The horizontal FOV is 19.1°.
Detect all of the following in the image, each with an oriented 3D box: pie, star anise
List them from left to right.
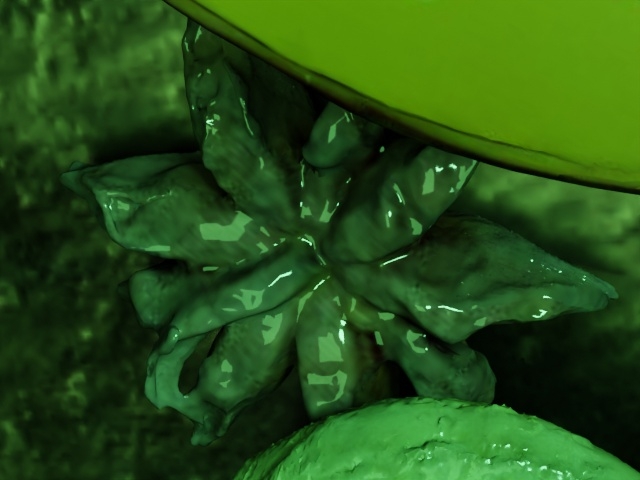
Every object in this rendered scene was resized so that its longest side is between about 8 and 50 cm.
[{"bbox_3d":[0.000,0.000,0.653,0.182,0.065,0.195,-23,103,26],"label":"star anise"},{"bbox_3d":[0.049,0.117,0.678,0.186,0.041,0.187,6,141,5],"label":"pie"}]

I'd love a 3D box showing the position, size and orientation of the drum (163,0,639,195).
[{"bbox_3d":[0.095,-0.229,0.398,0.431,0.214,0.431,12,127,16],"label":"drum"}]
